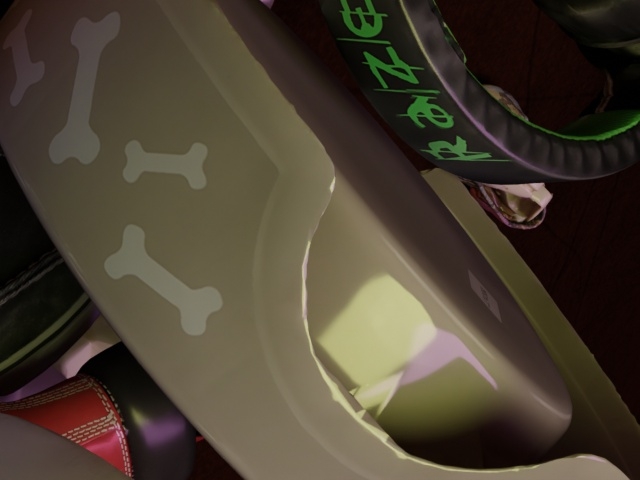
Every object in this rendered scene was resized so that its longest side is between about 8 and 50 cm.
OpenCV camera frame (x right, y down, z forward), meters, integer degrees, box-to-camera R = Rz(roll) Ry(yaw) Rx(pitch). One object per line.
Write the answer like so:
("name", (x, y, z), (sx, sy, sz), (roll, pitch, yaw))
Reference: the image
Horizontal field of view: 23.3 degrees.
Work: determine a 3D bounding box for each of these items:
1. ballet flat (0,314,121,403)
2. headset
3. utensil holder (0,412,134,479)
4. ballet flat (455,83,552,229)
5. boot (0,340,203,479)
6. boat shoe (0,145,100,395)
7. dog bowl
("ballet flat", (-0.113, 0.055, 0.788), (0.409, 0.147, 0.147), (-33, 154, -36))
("headset", (0.120, -0.194, 0.761), (0.394, 0.185, 0.243), (-47, 117, -31))
("utensil holder", (-0.188, 0.262, 0.350), (0.385, 0.327, 0.328), (-26, 149, -41))
("ballet flat", (0.144, -0.057, 1.195), (0.077, 0.079, 0.221), (-49, 159, -1))
("boot", (-0.139, 0.133, 0.679), (0.176, 0.088, 0.244), (-22, 158, -35))
("boat shoe", (-0.186, 0.015, 0.593), (0.306, 0.113, 0.105), (-21, 161, -36))
("dog bowl", (0.000, 0.000, 0.653), (0.102, 0.349, 0.349), (-39, 161, 10))
